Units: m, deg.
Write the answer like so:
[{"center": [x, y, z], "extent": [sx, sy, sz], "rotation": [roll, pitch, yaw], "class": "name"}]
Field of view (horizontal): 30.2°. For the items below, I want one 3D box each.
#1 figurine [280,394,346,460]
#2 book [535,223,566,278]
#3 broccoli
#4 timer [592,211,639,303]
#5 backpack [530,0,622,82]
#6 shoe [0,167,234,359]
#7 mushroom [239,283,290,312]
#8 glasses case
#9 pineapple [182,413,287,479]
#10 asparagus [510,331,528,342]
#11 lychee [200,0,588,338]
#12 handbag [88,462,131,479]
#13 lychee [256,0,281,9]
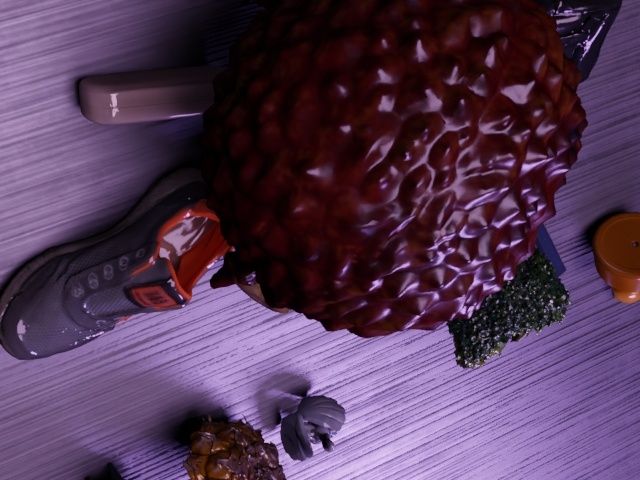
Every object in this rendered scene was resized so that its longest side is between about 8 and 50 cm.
[{"center": [-0.006, 0.267, 1.699], "extent": [0.086, 0.094, 0.082], "rotation": [-13, 126, -33], "class": "figurine"}, {"center": [0.255, 0.009, 1.799], "extent": [0.191, 0.025, 0.269], "rotation": [-40, 123, -12], "class": "book"}, {"center": [0.259, 0.110, 1.745], "extent": [0.220, 0.194, 0.194], "rotation": [-52, 128, -32], "class": "broccoli"}, {"center": [0.502, 0.049, 1.924], "extent": [0.132, 0.132, 0.152], "rotation": [-33, 146, -17], "class": "timer"}, {"center": [0.286, -0.281, 1.625], "extent": [0.258, 0.133, 0.206], "rotation": [-11, 149, -19], "class": "backpack"}, {"center": [-0.226, 0.051, 1.437], "extent": [0.336, 0.171, 0.132], "rotation": [-37, 123, -15], "class": "shoe"}, {"center": [0.017, -0.046, 1.568], "extent": [0.351, 0.095, 0.123], "rotation": [-46, 143, -23], "class": "mushroom"}, {"center": [-0.191, -0.176, 1.428], "extent": [0.196, 0.083, 0.050], "rotation": [-9, 111, -27], "class": "glasses case"}, {"center": [-0.101, 0.327, 1.596], "extent": [0.076, 0.225, 0.225], "rotation": [-26, 125, 18], "class": "pineapple"}, {"center": [0.337, 0.120, 1.890], "extent": [0.021, 0.025, 0.108], "rotation": [32, 93, -15], "class": "asparagus"}, {"center": [0.058, -0.086, 1.317], "extent": [0.424, 0.425, 0.500], "rotation": [26, 126, -35], "class": "lychee"}, {"center": [-0.175, 0.439, 1.552], "extent": [0.100, 0.268, 0.274], "rotation": [-35, 121, -16], "class": "handbag"}, {"center": [-0.019, -0.352, 1.420], "extent": [0.188, 0.188, 0.188], "rotation": [-11, 113, -27], "class": "lychee"}]
